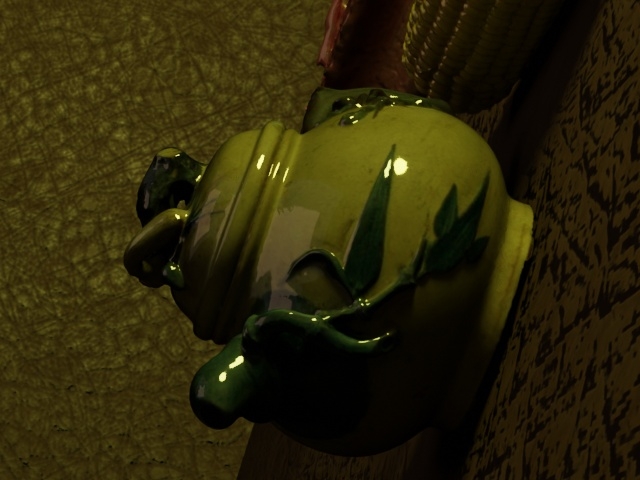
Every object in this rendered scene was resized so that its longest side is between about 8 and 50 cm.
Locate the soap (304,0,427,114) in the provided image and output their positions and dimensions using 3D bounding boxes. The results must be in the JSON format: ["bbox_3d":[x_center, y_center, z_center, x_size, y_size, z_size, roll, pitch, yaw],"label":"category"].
[{"bbox_3d":[0.084,-0.238,1.432,0.182,0.112,0.289,-84,14,-64],"label":"soap"}]

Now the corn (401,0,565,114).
[{"bbox_3d":[0.103,-0.160,0.882,0.248,0.081,0.081,113,174,-58],"label":"corn"}]

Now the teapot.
[{"bbox_3d":[0.000,0.000,0.806,0.269,0.183,0.173,-73,3,-49],"label":"teapot"}]
